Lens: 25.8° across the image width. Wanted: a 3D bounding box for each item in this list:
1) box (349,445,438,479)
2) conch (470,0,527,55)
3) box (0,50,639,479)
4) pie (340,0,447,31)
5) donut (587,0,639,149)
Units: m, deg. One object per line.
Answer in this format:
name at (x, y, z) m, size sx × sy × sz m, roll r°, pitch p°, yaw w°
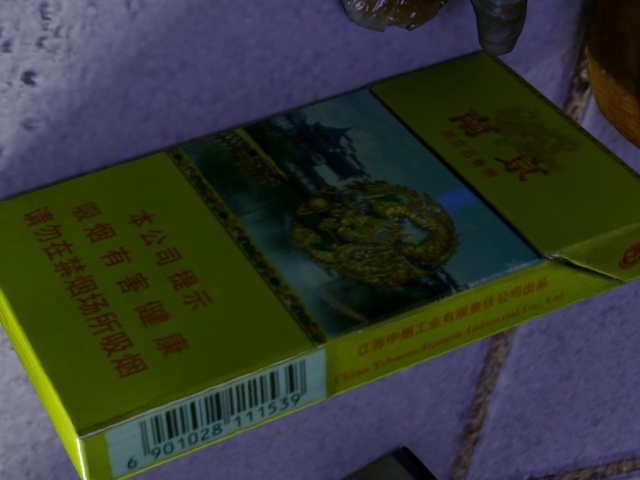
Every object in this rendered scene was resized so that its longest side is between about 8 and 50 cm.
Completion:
box at (0.120, 0.307, 0.940) m, size 0.084 × 0.310 × 0.198 m, roll -28°, pitch 131°, yaw -16°
conch at (0.048, -0.231, 0.641) m, size 0.386 × 0.169 × 0.203 m, roll 94°, pitch 17°, yaw -68°
box at (0.000, 0.000, 0.739) m, size 0.335 × 0.187 × 0.047 m, roll -19°, pitch 131°, yaw -21°
pie at (0.044, -0.153, 0.776) m, size 0.084 × 0.020 × 0.084 m, roll -17°, pitch 128°, yaw -23°
donut at (0.274, -0.134, 0.871) m, size 0.226 × 0.114 × 0.227 m, roll -17°, pitch 128°, yaw -23°
